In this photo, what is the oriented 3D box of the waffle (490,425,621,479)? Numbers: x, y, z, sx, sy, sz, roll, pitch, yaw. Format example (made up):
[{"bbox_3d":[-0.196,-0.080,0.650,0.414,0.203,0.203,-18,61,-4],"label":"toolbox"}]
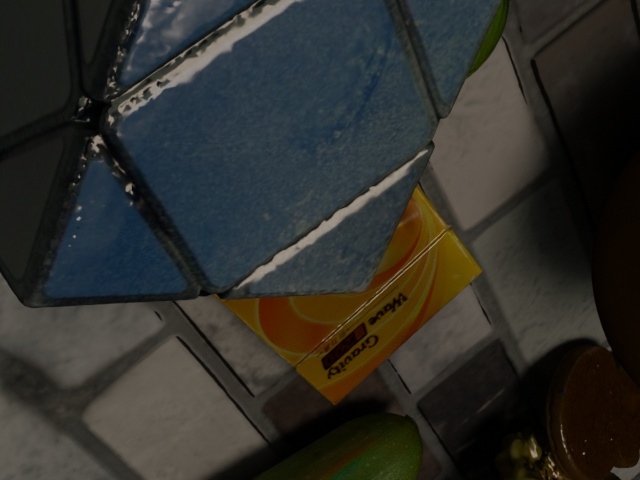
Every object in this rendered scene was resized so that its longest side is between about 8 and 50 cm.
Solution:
[{"bbox_3d":[0.240,0.279,1.317,0.059,0.237,0.243,-33,142,24],"label":"waffle"}]

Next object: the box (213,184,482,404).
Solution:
[{"bbox_3d":[0.000,0.000,0.995,0.152,0.043,0.269,-41,141,0],"label":"box"}]

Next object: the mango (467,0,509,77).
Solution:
[{"bbox_3d":[0.053,-0.139,0.861,0.178,0.100,0.119,-6,120,-52],"label":"mango"}]

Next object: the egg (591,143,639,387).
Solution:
[{"bbox_3d":[0.365,0.012,1.121,0.351,0.282,0.282,-13,134,-33],"label":"egg"}]

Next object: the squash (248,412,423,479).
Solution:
[{"bbox_3d":[0.005,0.197,1.150,0.188,0.095,0.095,-32,141,-15],"label":"squash"}]

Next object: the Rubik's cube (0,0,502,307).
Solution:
[{"bbox_3d":[-0.068,-0.108,0.707,0.205,0.207,0.205,-2,129,-40],"label":"Rubik's cube"}]

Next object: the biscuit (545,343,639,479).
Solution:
[{"bbox_3d":[0.251,0.155,1.324,0.175,0.026,0.124,6,85,-49],"label":"biscuit"}]
